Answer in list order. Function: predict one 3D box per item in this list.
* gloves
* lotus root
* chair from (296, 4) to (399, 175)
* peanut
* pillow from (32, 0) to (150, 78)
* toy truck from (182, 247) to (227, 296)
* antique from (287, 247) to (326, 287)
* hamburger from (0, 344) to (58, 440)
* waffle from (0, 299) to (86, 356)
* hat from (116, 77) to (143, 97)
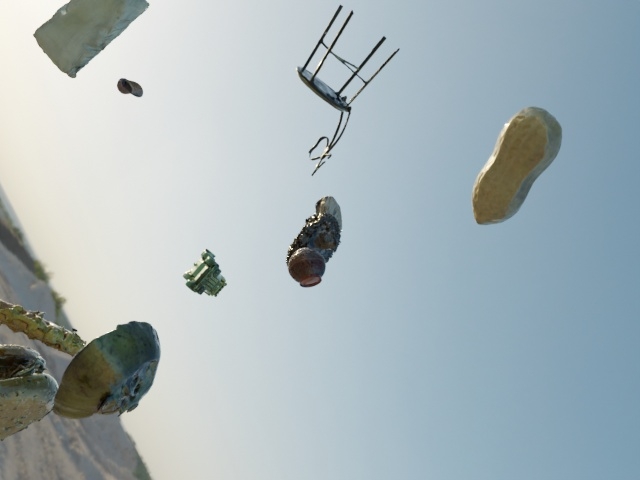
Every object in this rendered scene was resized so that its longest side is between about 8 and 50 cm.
[{"bbox_3d":[-0.005,-0.005,1.897,0.135,0.312,0.210,27,-39,4],"label":"gloves"},{"bbox_3d":[-0.323,0.226,0.949,0.078,0.183,0.203,41,-54,20],"label":"lotus root"},{"bbox_3d":[0.017,-0.321,1.279,0.170,0.325,0.160,30,21,-23],"label":"chair"},{"bbox_3d":[0.384,-0.141,1.175,0.123,0.123,0.256,45,-54,35],"label":"peanut"},{"bbox_3d":[-0.461,-0.442,1.188,0.128,0.229,0.051,44,-4,2],"label":"pillow"},{"bbox_3d":[-0.369,0.123,1.982,0.135,0.128,0.259,42,-6,-12],"label":"toy truck"},{"bbox_3d":[-0.035,0.066,1.529,0.104,0.104,0.104,45,-29,34],"label":"antique"},{"bbox_3d":[-0.923,0.427,1.661,0.195,0.318,0.277,55,-26,23],"label":"hamburger"},{"bbox_3d":[-0.750,0.221,1.539,0.302,0.068,0.325,16,-21,16],"label":"waffle"},{"bbox_3d":[-0.624,-0.490,1.933,0.087,0.058,0.042,29,-41,-28],"label":"hat"}]
